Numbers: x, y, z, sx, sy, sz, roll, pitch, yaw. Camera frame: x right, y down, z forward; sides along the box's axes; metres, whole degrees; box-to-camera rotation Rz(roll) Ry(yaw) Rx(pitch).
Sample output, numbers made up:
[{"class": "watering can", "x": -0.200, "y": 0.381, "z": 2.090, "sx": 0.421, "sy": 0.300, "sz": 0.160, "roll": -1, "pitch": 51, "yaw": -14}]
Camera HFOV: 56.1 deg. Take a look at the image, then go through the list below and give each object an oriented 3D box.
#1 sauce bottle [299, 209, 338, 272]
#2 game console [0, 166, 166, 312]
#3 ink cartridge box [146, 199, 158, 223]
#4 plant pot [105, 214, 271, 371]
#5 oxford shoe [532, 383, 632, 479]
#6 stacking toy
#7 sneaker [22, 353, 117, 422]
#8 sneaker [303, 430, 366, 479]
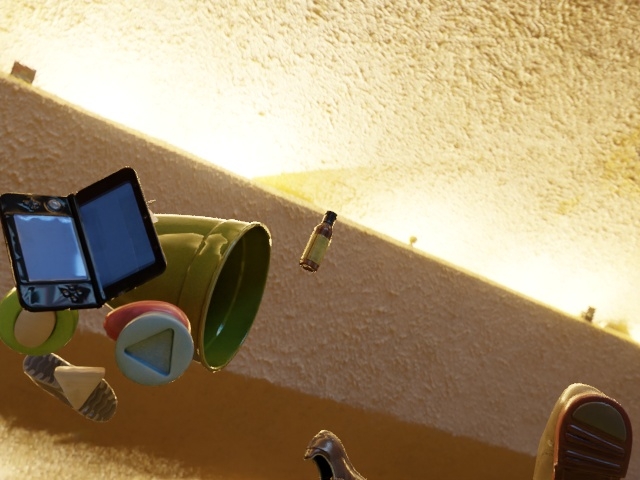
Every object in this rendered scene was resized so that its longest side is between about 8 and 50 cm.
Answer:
[{"class": "sauce bottle", "x": 0.000, "y": 0.000, "z": 1.184, "sx": 0.042, "sy": 0.042, "sz": 0.128, "roll": 38, "pitch": -112, "yaw": -29}, {"class": "game console", "x": -0.216, "y": -0.006, "z": 0.542, "sx": 0.107, "sy": 0.122, "sz": 0.071, "roll": 2, "pitch": -34, "yaw": -47}, {"class": "ink cartridge box", "x": -0.271, "y": -0.022, "z": 0.885, "sx": 0.083, "sy": 0.048, "sz": 0.028, "roll": -39, "pitch": -82, "yaw": 4}, {"class": "plant pot", "x": -0.354, "y": 0.088, "z": 1.460, "sx": 0.353, "sy": 0.366, "sz": 0.366, "roll": 16, "pitch": -57, "yaw": 13}, {"class": "oxford shoe", "x": 0.365, "y": 0.380, "z": 0.878, "sx": 0.123, "sy": 0.130, "sz": 0.348, "roll": 16, "pitch": -85, "yaw": 9}, {"class": "stacking toy", "x": -0.382, "y": 0.154, "z": 1.011, "sx": 0.280, "sy": 0.130, "sz": 0.308, "roll": -34, "pitch": -70, "yaw": -4}, {"class": "sneaker", "x": -0.677, "y": 0.391, "z": 1.638, "sx": 0.281, "sy": 0.105, "sz": 0.115, "roll": 44, "pitch": -31, "yaw": -15}, {"class": "sneaker", "x": 0.035, "y": 0.422, "z": 1.029, "sx": 0.066, "sy": 0.071, "sz": 0.188, "roll": -40, "pitch": -96, "yaw": 39}]
